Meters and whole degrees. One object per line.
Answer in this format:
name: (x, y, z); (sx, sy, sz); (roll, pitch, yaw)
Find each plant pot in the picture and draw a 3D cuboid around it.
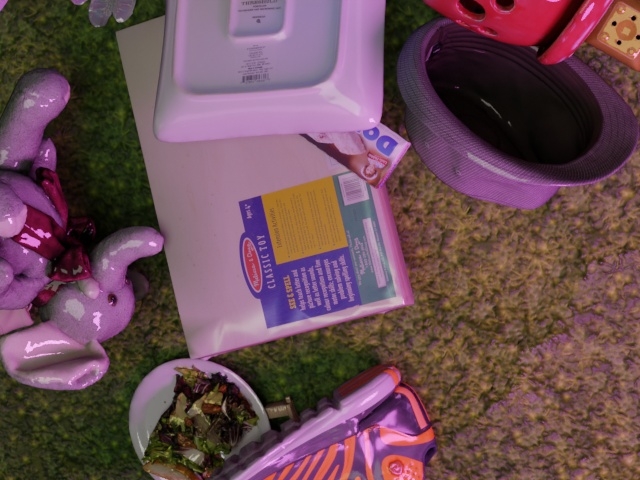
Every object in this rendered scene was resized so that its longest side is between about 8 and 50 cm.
plant pot: (0.226, -0.294, 1.563); (0.174, 0.191, 0.191); (32, 109, -4)
plant pot: (0.337, -0.233, 1.600); (0.081, 0.083, 0.081); (31, 109, 4)

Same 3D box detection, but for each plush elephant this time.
plush elephant: (-0.308, 0.023, 1.709); (0.255, 0.272, 0.330); (25, 124, -15)

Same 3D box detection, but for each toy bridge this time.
toy bridge: (-0.020, 0.286, 1.848); (0.063, 0.026, 0.188); (-11, 101, 14)

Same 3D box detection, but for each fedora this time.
fedora: (0.198, -0.124, 1.612); (0.275, 0.244, 0.124); (34, 138, 10)

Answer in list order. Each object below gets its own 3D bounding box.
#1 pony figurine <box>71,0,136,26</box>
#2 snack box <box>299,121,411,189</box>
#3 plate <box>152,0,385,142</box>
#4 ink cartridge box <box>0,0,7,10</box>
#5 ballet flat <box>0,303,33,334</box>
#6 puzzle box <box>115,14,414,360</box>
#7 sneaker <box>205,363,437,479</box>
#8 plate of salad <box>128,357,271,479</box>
pony figurine: (-0.317, -0.408, 1.620); (0.303, 0.363, 0.351); (27, 124, -1)
snack box: (0.012, -0.132, 1.635); (0.178, 0.022, 0.064); (36, 96, 16)
plate: (-0.062, -0.254, 1.642); (0.277, 0.045, 0.278); (-2, 76, 20)
ink cartridge box: (-0.340, -0.291, 1.439); (0.104, 0.061, 0.181); (38, 124, -8)
ballet flat: (-0.388, 0.000, 1.852); (0.086, 0.086, 0.248); (10, 107, 12)
puzzle box: (-0.069, -0.087, 1.700); (0.272, 0.052, 0.409); (-15, 84, 16)
sneaker: (0.001, 0.305, 1.769); (0.321, 0.124, 0.180); (-32, 96, 3)
plate of salad: (-0.158, 0.247, 1.856); (0.200, 0.048, 0.200); (5, 106, 19)
